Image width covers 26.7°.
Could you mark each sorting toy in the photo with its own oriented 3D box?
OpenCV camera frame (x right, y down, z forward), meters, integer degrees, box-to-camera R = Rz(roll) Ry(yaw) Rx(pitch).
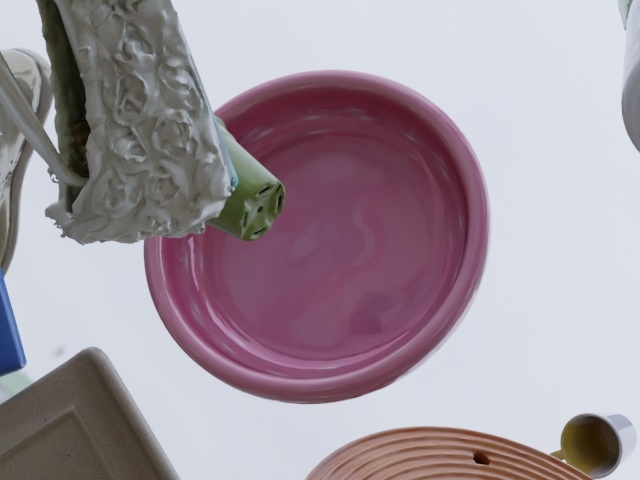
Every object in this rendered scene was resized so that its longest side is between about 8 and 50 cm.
[{"bbox_3d":[-0.150,0.183,0.728,0.348,0.196,0.047,57,4,13],"label":"sorting toy"}]

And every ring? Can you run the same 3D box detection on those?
[{"bbox_3d":[0.129,0.254,0.897,0.336,0.336,0.032,42,-54,28],"label":"ring"}]

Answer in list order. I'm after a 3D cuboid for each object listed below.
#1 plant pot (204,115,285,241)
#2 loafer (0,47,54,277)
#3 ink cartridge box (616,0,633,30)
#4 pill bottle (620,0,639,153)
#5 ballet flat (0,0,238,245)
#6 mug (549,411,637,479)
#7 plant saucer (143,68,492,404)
[{"bbox_3d":[-0.070,-0.040,1.002,0.079,0.083,0.083,31,-28,28],"label":"plant pot"},{"bbox_3d":[-0.333,-0.057,1.262,0.101,0.269,0.092,18,4,27],"label":"loafer"},{"bbox_3d":[0.448,-0.273,1.551,0.097,0.188,0.255,67,13,-69],"label":"ink cartridge box"},{"bbox_3d":[0.247,-0.101,0.852,0.112,0.187,0.112,7,-57,10],"label":"pill bottle"},{"bbox_3d":[-0.165,-0.183,0.819,0.147,0.147,0.409,4,-66,64],"label":"ballet flat"},{"bbox_3d":[0.264,0.189,1.289,0.078,0.064,0.062,13,-80,35],"label":"mug"},{"bbox_3d":[0.000,0.000,1.284,0.332,0.332,0.084,43,-7,25],"label":"plant saucer"}]
